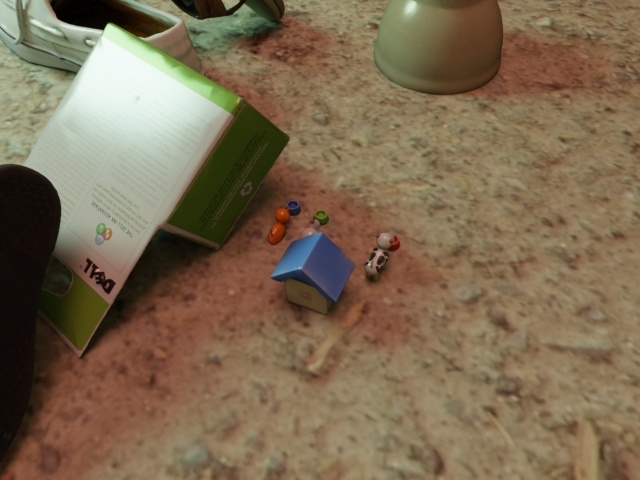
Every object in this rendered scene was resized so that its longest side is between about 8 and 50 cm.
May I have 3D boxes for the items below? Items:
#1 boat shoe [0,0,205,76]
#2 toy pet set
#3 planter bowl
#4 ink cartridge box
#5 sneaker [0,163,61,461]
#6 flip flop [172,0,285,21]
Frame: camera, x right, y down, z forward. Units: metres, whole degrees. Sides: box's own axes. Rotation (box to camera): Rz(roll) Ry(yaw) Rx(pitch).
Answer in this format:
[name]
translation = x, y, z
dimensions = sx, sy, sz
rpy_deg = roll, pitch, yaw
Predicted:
[boat shoe]
translation = -0.293, -0.283, 0.704
dimensions = 0.367, 0.156, 0.136
rpy_deg = 33, 58, 25
[toy pet set]
translation = 0.000, 0.000, 0.522
dimensions = 0.122, 0.065, 0.114
rpy_deg = 18, 53, 17
[planter bowl]
translation = 0.149, -0.272, 0.715
dimensions = 0.162, 0.109, 0.162
rpy_deg = 0, 51, 0
[ink cartridge box]
translation = -0.182, -0.046, 0.558
dimensions = 0.189, 0.097, 0.255
rpy_deg = 34, 93, 26
[sneaker]
translation = -0.293, 0.075, 0.463
dimensions = 0.145, 0.090, 0.270
rpy_deg = -5, 69, 41
[flip flop]
translation = -0.164, -0.322, 0.725
dimensions = 0.112, 0.080, 0.277
rpy_deg = 32, 20, 36
